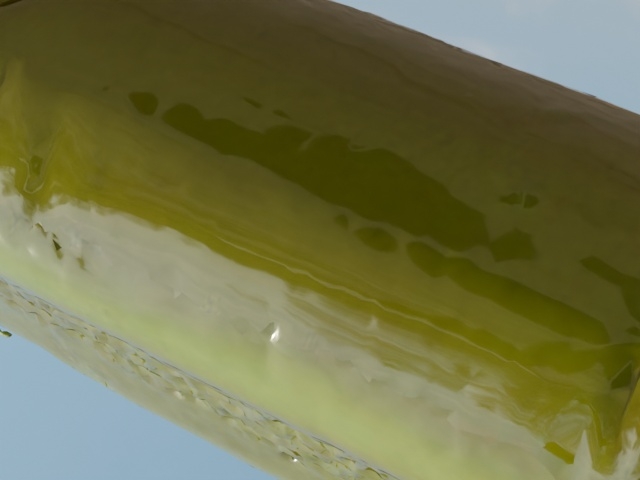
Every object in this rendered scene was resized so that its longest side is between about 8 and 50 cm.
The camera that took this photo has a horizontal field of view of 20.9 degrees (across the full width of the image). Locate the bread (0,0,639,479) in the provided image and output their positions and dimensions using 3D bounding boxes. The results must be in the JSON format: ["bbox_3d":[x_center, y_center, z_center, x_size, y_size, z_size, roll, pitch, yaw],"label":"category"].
[{"bbox_3d":[0.000,0.000,0.454,0.384,0.112,0.166,23,164,24],"label":"bread"}]
